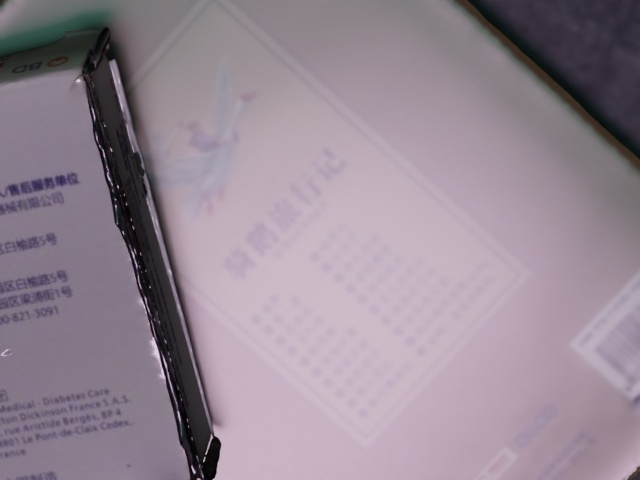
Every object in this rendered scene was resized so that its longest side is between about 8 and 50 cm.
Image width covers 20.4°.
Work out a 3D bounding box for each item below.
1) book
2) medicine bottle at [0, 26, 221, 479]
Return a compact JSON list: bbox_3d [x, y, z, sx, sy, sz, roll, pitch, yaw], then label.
[{"bbox_3d":[0.000,0.000,0.694,0.310,0.021,0.217,42,98,-7],"label":"book"},{"bbox_3d":[-0.153,0.027,0.664,0.201,0.052,0.171,-12,105,10],"label":"medicine bottle"}]
